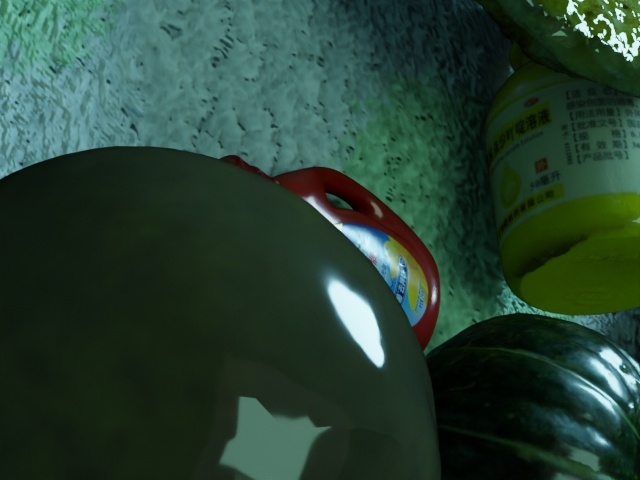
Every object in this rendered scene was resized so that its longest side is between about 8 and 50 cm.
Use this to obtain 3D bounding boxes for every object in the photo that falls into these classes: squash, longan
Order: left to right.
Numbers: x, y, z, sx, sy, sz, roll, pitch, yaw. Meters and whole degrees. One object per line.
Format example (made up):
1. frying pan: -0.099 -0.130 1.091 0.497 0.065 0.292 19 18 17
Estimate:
1. longan: -0.077 0.092 0.733 0.258 0.258 0.258 12 74 -49
2. squash: 0.108 0.144 0.989 0.218 0.172 0.218 24 60 -52

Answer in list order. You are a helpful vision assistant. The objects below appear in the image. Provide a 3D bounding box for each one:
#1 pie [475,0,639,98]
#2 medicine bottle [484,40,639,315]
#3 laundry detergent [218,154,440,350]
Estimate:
1. pie: 0.130 -0.210 1.086 0.323 0.070 0.323 25 46 -30
2. medicine bottle: 0.161 -0.071 1.137 0.122 0.122 0.212 26 49 -45
3. laundry detergent: 0.000 0.000 0.984 0.165 0.049 0.097 39 48 -38
